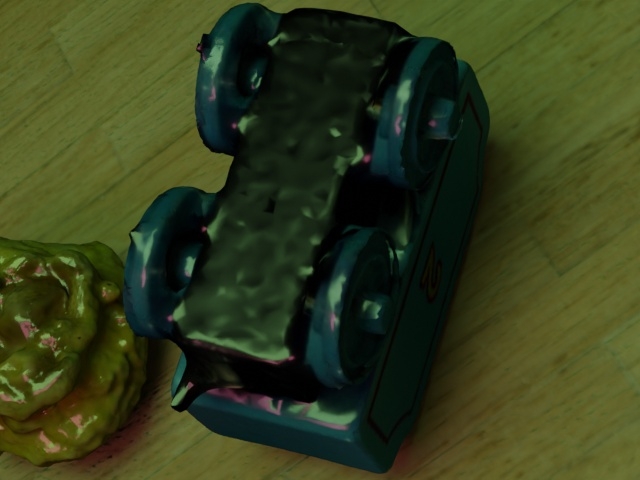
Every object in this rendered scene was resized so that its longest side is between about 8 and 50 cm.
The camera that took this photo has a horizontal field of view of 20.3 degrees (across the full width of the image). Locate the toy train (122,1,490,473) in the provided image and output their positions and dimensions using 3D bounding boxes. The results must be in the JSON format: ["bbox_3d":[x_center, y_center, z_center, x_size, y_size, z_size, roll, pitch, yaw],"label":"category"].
[{"bbox_3d":[0.000,0.000,1.237,0.188,0.265,0.300,12,72,20],"label":"toy train"}]

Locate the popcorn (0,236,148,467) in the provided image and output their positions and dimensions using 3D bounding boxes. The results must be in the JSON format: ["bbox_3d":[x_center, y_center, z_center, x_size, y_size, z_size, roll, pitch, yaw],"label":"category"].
[{"bbox_3d":[-0.225,0.076,1.383,0.198,0.155,0.197,-12,51,16],"label":"popcorn"}]
